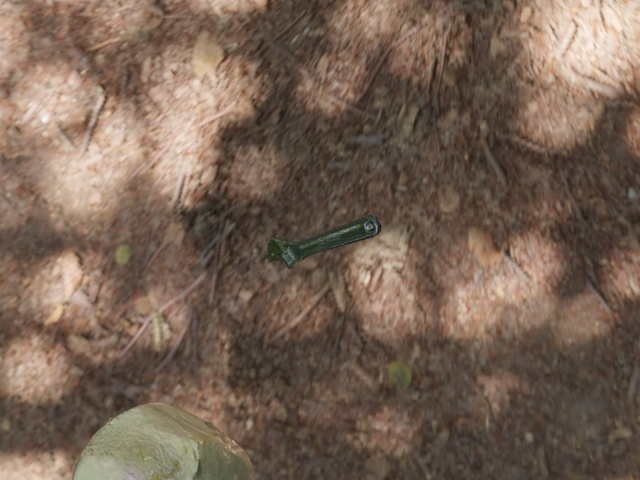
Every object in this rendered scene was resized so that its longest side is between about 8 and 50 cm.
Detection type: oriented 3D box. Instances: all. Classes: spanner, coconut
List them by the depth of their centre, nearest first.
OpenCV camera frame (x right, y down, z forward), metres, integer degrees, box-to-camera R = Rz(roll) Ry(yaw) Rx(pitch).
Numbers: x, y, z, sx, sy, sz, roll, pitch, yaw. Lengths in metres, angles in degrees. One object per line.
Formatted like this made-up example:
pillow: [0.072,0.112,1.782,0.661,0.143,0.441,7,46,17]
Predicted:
spanner: [0.000,0.000,1.544,0.208,0.012,0.046,-18,89,46]
coconut: [-0.194,0.329,1.575,0.230,0.227,0.227,18,114,38]
